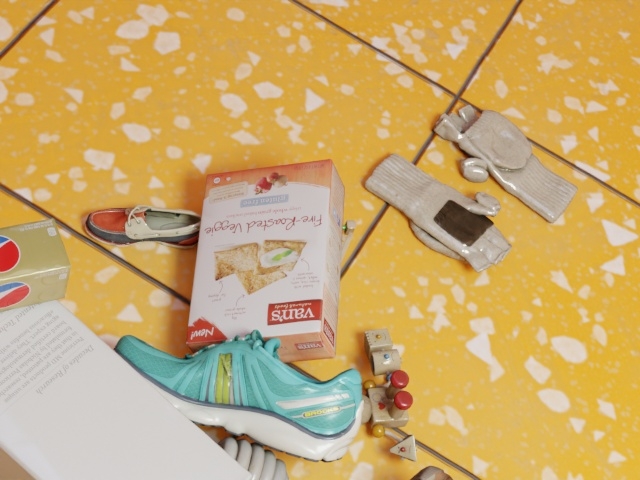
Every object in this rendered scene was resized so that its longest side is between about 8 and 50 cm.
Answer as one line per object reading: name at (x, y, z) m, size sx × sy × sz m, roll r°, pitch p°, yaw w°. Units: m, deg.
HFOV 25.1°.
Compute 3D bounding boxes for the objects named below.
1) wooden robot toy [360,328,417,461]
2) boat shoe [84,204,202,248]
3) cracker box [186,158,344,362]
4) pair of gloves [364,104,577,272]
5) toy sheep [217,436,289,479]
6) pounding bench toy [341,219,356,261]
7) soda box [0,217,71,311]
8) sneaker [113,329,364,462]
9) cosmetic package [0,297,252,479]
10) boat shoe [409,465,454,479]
wooden robot toy at (0.057, 0.174, 1.605) m, size 0.079 × 0.076 × 0.173 m, roll -5°, pitch 58°, yaw -9°
boat shoe at (-0.203, -0.019, 1.664) m, size 0.137 × 0.043 × 0.049 m, roll 7°, pitch 57°, yaw -12°
cracker box at (-0.059, 0.026, 1.620) m, size 0.156 × 0.067 × 0.232 m, roll -7°, pitch 56°, yaw 15°
pair of gloves at (0.199, -0.074, 1.835) m, size 0.204 × 0.042 × 0.240 m, roll 44°, pitch 54°, yaw 14°
toy sheep at (-0.078, 0.252, 1.497) m, size 0.132 × 0.091 × 0.091 m, roll 27°, pitch 52°, yaw -17°
pounding bench toy at (0.000, 0.000, 1.712) m, size 0.065 × 0.052 × 0.083 m, roll 24°, pitch 53°, yaw -1°
soda box at (-0.326, 0.034, 1.314) m, size 0.181 × 0.061 × 0.058 m, roll -12°, pitch 62°, yaw -25°
sneaker at (-0.087, 0.145, 1.520) m, size 0.275 × 0.107 × 0.110 m, roll 16°, pitch 92°, yaw 6°
cosmetic package at (-0.271, 0.193, 1.393) m, size 0.385 × 0.217 × 0.156 m, roll 40°, pitch 55°, yaw 9°
boat shoe at (0.078, 0.382, 1.446) m, size 0.116 × 0.123 × 0.324 m, roll 30°, pitch 59°, yaw -6°
